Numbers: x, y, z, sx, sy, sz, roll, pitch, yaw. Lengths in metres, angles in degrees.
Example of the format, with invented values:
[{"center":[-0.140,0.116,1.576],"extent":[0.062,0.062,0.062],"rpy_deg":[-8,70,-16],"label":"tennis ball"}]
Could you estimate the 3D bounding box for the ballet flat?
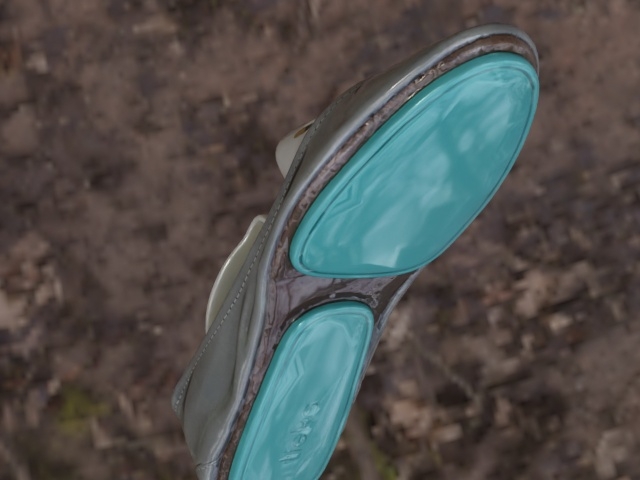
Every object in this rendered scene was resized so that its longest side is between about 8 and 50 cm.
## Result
[{"center":[0.000,0.000,0.642],"extent":[0.072,0.068,0.213],"rpy_deg":[0,133,-34],"label":"ballet flat"}]
